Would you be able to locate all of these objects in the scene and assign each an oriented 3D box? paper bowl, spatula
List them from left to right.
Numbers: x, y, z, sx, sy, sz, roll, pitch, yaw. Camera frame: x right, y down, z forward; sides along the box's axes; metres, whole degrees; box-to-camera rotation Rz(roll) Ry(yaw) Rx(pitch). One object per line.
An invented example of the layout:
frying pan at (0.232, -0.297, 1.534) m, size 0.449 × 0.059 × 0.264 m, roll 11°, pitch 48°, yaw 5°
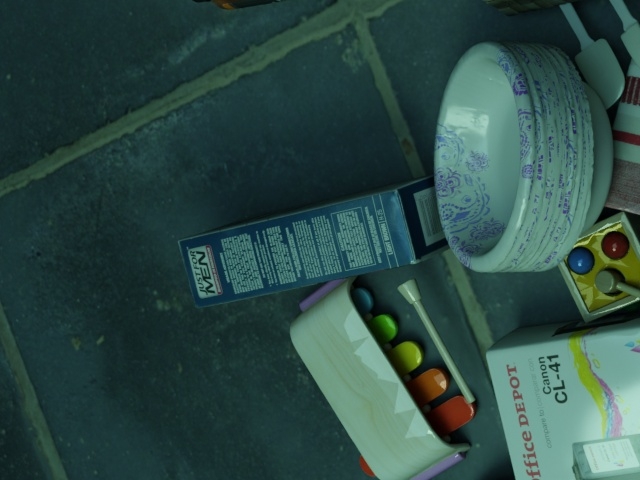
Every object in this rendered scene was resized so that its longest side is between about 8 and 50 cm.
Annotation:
paper bowl at (0.257, -0.102, 1.723) m, size 0.148 × 0.284 × 0.284 m, roll 0°, pitch 102°, yaw -16°
spatula at (0.367, -0.301, 1.718) m, size 0.168 × 0.019 × 0.242 m, roll -36°, pitch 62°, yaw 28°

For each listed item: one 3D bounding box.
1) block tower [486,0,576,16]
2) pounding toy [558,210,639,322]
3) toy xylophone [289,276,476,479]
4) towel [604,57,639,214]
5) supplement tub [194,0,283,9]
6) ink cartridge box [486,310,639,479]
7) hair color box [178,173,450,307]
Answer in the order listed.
block tower at (0.338, -0.351, 1.679) m, size 0.335 × 0.091 × 0.097 m, roll -5°, pitch 79°, yaw 37°
pounding toy at (0.378, 0.041, 1.754) m, size 0.130 × 0.100 × 0.141 m, roll -27°, pitch 85°, yaw 29°
toy xylophone at (0.098, 0.186, 1.940) m, size 0.236 × 0.081 × 0.322 m, roll -28°, pitch 85°, yaw 29°
towel at (0.481, -0.175, 1.668) m, size 0.237 × 0.037 × 0.329 m, roll 16°, pitch 92°, yaw 26°
supplement tub at (-0.095, -0.378, 1.933) m, size 0.198 × 0.106 × 0.106 m, roll -4°, pitch 97°, yaw 28°
ink cartridge box at (0.390, 0.210, 1.761) m, size 0.306 × 0.131 × 0.226 m, roll -12°, pitch 93°, yaw 28°
hair color box at (0.000, 0.000, 1.908) m, size 0.347 × 0.174 × 0.105 m, roll -12°, pitch 94°, yaw 30°
